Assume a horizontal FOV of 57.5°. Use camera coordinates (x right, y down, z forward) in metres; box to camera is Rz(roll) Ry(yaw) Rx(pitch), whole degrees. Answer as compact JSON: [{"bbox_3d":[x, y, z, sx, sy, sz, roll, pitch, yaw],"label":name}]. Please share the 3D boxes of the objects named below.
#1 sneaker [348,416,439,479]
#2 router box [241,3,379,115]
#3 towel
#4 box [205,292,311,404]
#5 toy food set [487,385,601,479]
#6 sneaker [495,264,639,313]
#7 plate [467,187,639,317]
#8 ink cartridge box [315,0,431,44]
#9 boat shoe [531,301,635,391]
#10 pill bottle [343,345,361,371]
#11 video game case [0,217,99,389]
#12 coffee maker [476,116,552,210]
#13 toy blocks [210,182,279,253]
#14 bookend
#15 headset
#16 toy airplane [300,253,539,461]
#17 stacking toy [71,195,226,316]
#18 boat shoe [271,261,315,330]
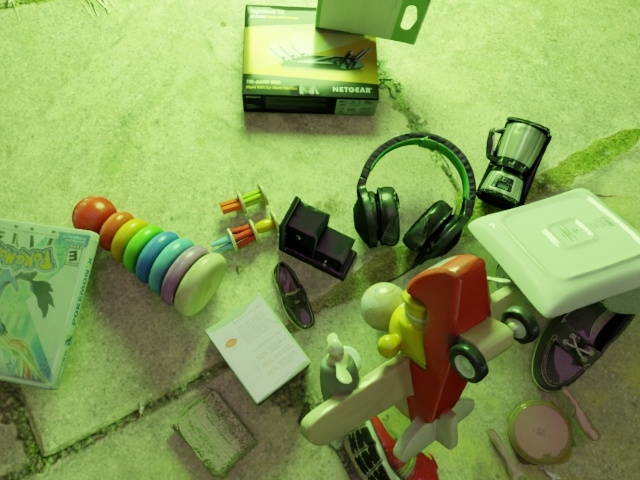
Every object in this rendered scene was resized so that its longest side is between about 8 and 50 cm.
[{"bbox_3d":[0.156,0.426,1.099,0.118,0.107,0.279,-29,79,-31],"label":"sneaker"},{"bbox_3d":[-0.024,-0.418,1.352,0.309,0.081,0.243,0,72,-5],"label":"router box"},{"bbox_3d":[-0.202,0.366,1.113,0.110,0.027,0.148,-42,78,-16],"label":"towel"},{"bbox_3d":[-0.120,0.213,1.135,0.130,0.091,0.170,-35,78,-14],"label":"box"},{"bbox_3d":[0.435,0.383,1.155,0.192,0.038,0.132,-28,72,-1],"label":"toy food set"},{"bbox_3d":[0.535,0.024,1.173,0.366,0.137,0.210,2,43,8],"label":"sneaker"},{"bbox_3d":[0.462,-0.001,1.085,0.278,0.045,0.277,-16,40,-9],"label":"plate"},{"bbox_3d":[0.111,-0.517,1.263,0.235,0.171,0.056,8,70,-3],"label":"ink cartridge box"},{"bbox_3d":[0.557,0.169,1.198,0.112,0.095,0.335,43,74,9],"label":"boat shoe"},{"bbox_3d":[0.044,0.238,1.126,0.065,0.116,0.065,1,72,-3],"label":"pill bottle"},{"bbox_3d":[-0.614,0.107,1.116,0.329,0.036,0.300,8,77,10],"label":"video game case"},{"bbox_3d":[0.428,-0.155,1.274,0.120,0.171,0.178,24,90,43],"label":"coffee maker"},{"bbox_3d":[-0.174,-0.043,1.234,0.148,0.054,0.123,-22,76,-11],"label":"toy blocks"},{"bbox_3d":[0.000,0.000,1.180,0.157,0.156,0.072,26,72,3],"label":"bookend"},{"bbox_3d":[0.179,-0.032,1.188,0.243,0.185,0.394,15,88,1],"label":"headset"},{"bbox_3d":[0.172,0.190,1.004,0.384,0.386,0.272,-51,59,10],"label":"toy airplane"},{"bbox_3d":[-0.358,0.010,1.167,0.330,0.141,0.141,32,72,10],"label":"stacking toy"},{"bbox_3d":[-0.058,0.113,1.194,0.056,0.049,0.152,-28,76,-13],"label":"boat shoe"}]
